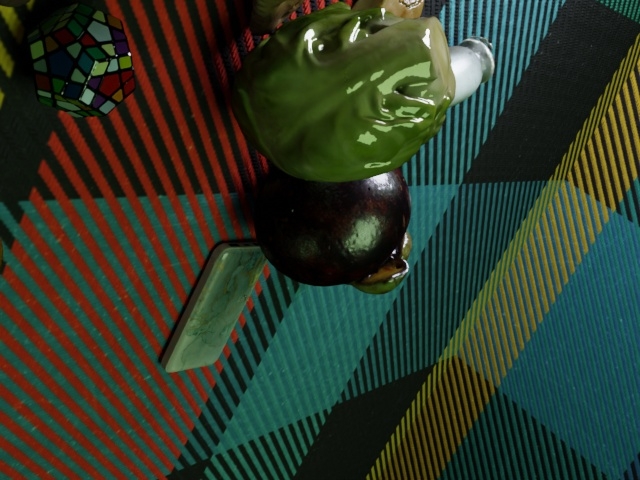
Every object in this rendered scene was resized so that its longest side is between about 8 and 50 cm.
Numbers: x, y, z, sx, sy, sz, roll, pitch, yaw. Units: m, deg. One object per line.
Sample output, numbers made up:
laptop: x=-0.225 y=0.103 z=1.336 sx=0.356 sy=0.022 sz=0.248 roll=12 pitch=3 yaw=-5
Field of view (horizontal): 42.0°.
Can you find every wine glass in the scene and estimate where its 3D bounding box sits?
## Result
wine glass: x=0.251 y=-0.320 z=1.640 sx=0.204 sy=0.111 sz=0.111 roll=-36 pitch=150 yaw=-34

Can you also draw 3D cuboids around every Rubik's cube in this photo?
Rubik's cube: x=-0.274 y=-0.205 z=0.956 sx=0.133 sy=0.133 sz=0.112 roll=-61 pitch=179 yaw=18

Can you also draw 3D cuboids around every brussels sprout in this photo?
brussels sprout: x=0.026 y=-0.217 z=1.206 sx=0.328 sy=0.328 sz=0.247 roll=-39 pitch=129 yaw=-24

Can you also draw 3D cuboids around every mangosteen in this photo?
mangosteen: x=0.028 y=-0.038 z=1.450 sx=0.288 sy=0.288 sz=0.288 roll=-38 pitch=150 yaw=-26

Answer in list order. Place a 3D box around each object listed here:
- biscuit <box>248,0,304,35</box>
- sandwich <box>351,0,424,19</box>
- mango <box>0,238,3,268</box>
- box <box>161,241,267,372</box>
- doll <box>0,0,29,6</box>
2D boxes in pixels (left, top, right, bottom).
biscuit: x=-0.004 y=-0.381 z=1.080 sx=0.217 sy=0.044 sz=0.325 roll=-48 pitch=-177 yaw=-9
sandwich: x=0.113 y=-0.336 z=1.459 sx=0.212 sy=0.063 sz=0.245 roll=-55 pitch=155 yaw=4
mango: x=-0.437 y=0.014 z=1.000 sx=0.115 sy=0.089 sz=0.165 roll=-50 pitch=156 yaw=0
box: x=-0.198 y=0.126 z=1.575 sx=0.142 sy=0.044 sz=0.285 roll=0 pitch=124 yaw=-53
doll: x=-0.278 y=-0.309 z=0.848 sx=0.188 sy=0.096 sz=0.145 roll=-31 pitch=156 yaw=-54
